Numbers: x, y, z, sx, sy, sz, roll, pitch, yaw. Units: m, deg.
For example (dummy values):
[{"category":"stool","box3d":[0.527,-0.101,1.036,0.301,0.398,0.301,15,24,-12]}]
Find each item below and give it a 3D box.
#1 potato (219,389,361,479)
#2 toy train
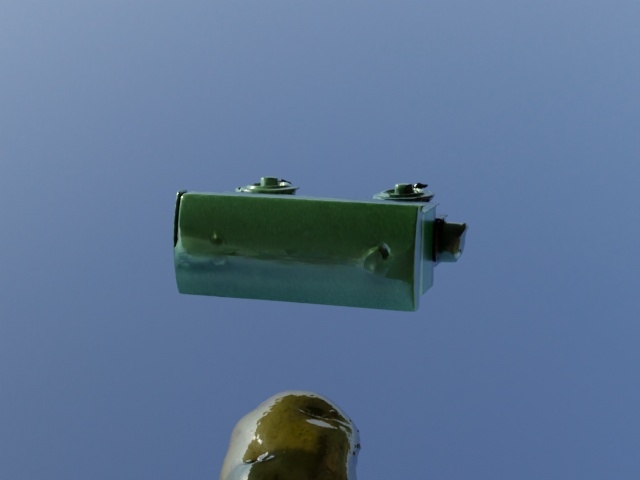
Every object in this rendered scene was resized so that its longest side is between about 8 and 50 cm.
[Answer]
[{"category":"potato","box3d":[-0.034,0.262,1.198,0.137,0.154,0.200,35,-150,-24]},{"category":"toy train","box3d":[0.000,0.000,1.140,0.301,0.120,0.202,4,-170,17]}]
